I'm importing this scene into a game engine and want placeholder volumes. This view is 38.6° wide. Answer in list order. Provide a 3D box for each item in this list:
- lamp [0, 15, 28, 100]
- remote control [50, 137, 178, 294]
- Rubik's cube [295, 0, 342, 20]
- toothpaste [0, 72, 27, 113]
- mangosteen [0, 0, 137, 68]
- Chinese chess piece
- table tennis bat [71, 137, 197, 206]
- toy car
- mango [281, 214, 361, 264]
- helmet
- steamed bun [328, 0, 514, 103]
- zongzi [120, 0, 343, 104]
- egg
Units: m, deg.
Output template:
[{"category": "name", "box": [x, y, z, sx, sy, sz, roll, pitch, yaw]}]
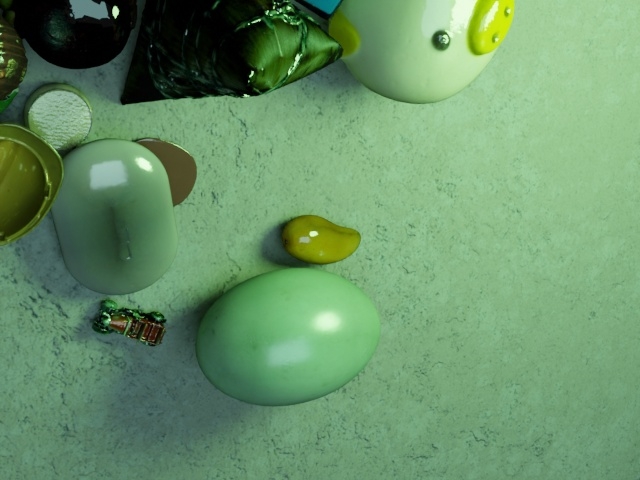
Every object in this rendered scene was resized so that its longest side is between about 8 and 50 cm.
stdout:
[{"category": "lamp", "box": [-0.587, -0.299, 1.438, 0.247, 0.247, 0.247, -9, 114, -20]}, {"category": "remote control", "box": [-0.385, -0.039, 1.717, 0.221, 0.103, 0.332, -12, 122, -13]}, {"category": "Rubik's cube", "box": [-0.047, -0.590, 1.508, 0.283, 0.293, 0.288, 21, 117, -34]}, {"category": "toothpaste", "box": [-0.610, -0.216, 1.593, 0.248, 0.047, 0.078, -42, 127, -1]}, {"category": "mangosteen", "box": [-0.420, -0.399, 1.513, 0.243, 0.243, 0.243, -9, 114, -20]}, {"category": "Chinese chess piece", "box": [-0.472, -0.223, 1.647, 0.122, 0.051, 0.122, -10, 115, -22]}, {"category": "table tennis bat", "box": [-0.354, -0.140, 1.751, 0.246, 0.022, 0.138, 17, 104, -30]}, {"category": "toy car", "box": [-0.383, 0.170, 1.841, 0.143, 0.054, 0.073, 19, 101, -30]}, {"category": "mango", "box": [0.000, 0.000, 1.926, 0.184, 0.085, 0.102, 7, 103, -37]}, {"category": "helmet", "box": [-0.569, -0.119, 1.591, 0.257, 0.140, 0.205, -43, 123, 11]}, {"category": "steamed bun", "box": [0.192, -0.443, 1.701, 0.334, 0.334, 0.374, 17, 97, -28]}, {"category": "zongzi", "box": [-0.206, -0.321, 1.589, 0.319, 0.383, 0.362, -23, 149, -56]}, {"category": "egg", "box": [-0.063, 0.195, 1.862, 0.389, 0.276, 0.276, -8, 113, -22]}]
